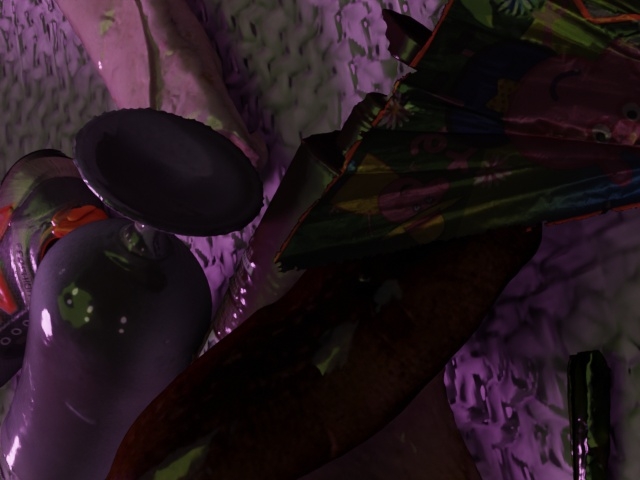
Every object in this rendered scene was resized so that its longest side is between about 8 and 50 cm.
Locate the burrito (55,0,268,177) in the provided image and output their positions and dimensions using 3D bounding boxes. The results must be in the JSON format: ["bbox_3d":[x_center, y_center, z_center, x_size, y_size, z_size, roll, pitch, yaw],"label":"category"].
[{"bbox_3d":[-0.112,-0.129,0.733,0.082,0.059,0.275,-48,55,26],"label":"burrito"}]

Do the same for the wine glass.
[{"bbox_3d":[-0.117,0.045,0.667,0.103,0.103,0.231,56,135,33],"label":"wine glass"}]

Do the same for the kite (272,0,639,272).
[{"bbox_3d":[0.118,-0.095,0.463,0.234,0.016,0.321,28,81,20],"label":"kite"}]

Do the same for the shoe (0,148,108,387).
[{"bbox_3d":[-0.201,0.037,0.803,0.077,0.074,0.194,41,113,35],"label":"shoe"}]

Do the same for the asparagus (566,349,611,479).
[{"bbox_3d":[0.115,0.163,0.497,0.023,0.022,0.232,-2,83,31],"label":"asparagus"}]

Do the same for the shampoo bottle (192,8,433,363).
[{"bbox_3d":[0.000,-0.001,0.602,0.068,0.067,0.236,42,115,28],"label":"shampoo bottle"}]

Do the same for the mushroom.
[{"bbox_3d":[0.049,0.109,0.509,0.227,0.148,0.217,-41,86,1],"label":"mushroom"}]
